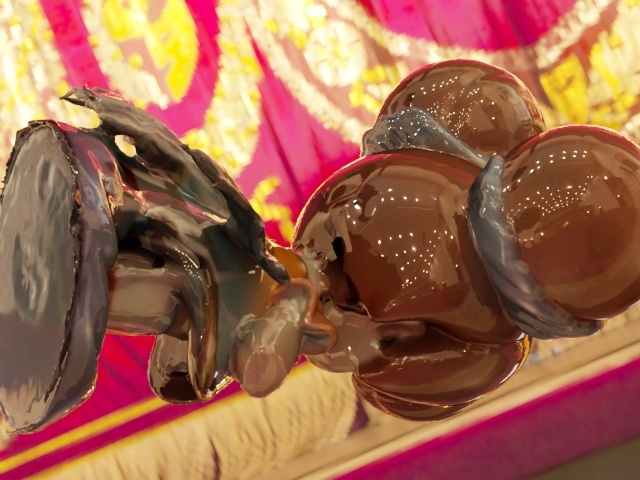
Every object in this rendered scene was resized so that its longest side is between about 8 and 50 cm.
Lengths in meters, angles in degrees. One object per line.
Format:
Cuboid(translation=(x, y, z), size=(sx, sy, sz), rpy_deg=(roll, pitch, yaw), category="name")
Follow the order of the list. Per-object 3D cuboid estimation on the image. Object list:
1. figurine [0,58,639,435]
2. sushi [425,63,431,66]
Cuboid(translation=(-0.001, 0.000, 0.835), size=(0.388, 0.248, 0.276), rpy_deg=(6, 23, -27), category="figurine")
Cuboid(translation=(0.132, -0.054, 1.284), size=(0.147, 0.212, 0.115), rpy_deg=(22, -34, -22), category="sushi")
